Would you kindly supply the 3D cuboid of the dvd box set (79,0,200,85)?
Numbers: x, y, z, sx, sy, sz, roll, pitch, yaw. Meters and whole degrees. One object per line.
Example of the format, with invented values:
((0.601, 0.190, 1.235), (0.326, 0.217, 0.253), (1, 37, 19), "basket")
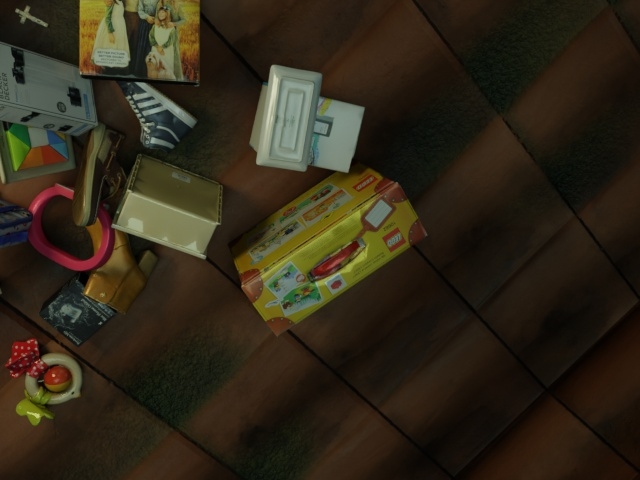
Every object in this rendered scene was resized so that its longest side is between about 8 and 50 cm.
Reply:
((-0.466, -0.627, 1.660), (0.308, 0.062, 0.420), (1, 92, -14), "dvd box set")

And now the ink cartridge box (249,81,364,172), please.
((-0.044, -0.329, 1.841), (0.270, 0.198, 0.197), (10, 103, -18), "ink cartridge box")

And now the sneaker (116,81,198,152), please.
((-0.498, -0.360, 1.768), (0.282, 0.099, 0.153), (35, 94, -24), "sneaker")

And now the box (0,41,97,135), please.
((-0.715, -0.375, 1.594), (0.087, 0.290, 0.169), (-17, 78, 31), "box")

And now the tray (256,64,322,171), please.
((-0.082, -0.324, 1.710), (0.145, 0.030, 0.270), (6, 105, -15), "tray")

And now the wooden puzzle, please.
((-0.750, -0.277, 1.675), (0.044, 0.239, 0.221), (7, 110, 29), "wooden puzzle")

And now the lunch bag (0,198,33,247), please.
((-0.899, -0.060, 1.650), (0.243, 0.303, 0.115), (25, 98, -3), "lunch bag")

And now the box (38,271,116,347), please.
((-0.716, 0.203, 1.889), (0.158, 0.093, 0.156), (-41, 112, 2), "box")

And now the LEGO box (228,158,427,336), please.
((0.000, 0.000, 1.860), (0.500, 0.372, 0.193), (-34, 112, -2), "LEGO box")

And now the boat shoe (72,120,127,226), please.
((-0.580, -0.176, 1.707), (0.123, 0.342, 0.123), (17, 136, -28), "boat shoe")

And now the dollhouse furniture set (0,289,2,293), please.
((-1.024, 0.112, 1.782), (0.184, 0.129, 0.129), (-23, 112, -33), "dollhouse furniture set")

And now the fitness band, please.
((-0.692, -0.036, 1.763), (0.291, 0.054, 0.209), (25, 100, 17), "fitness band")

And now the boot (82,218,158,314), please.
((-0.624, 0.062, 1.821), (0.295, 0.104, 0.211), (42, 62, -26), "boot")

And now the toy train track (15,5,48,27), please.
((-0.762, -0.587, 1.676), (0.083, 0.014, 0.048), (24, 100, -20), "toy train track")

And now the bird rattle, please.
((-0.835, 0.416, 1.934), (0.207, 0.143, 0.253), (-8, 96, -24), "bird rattle")

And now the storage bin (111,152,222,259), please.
((-0.420, -0.107, 1.786), (0.262, 0.260, 0.123), (20, 118, -19), "storage bin")
